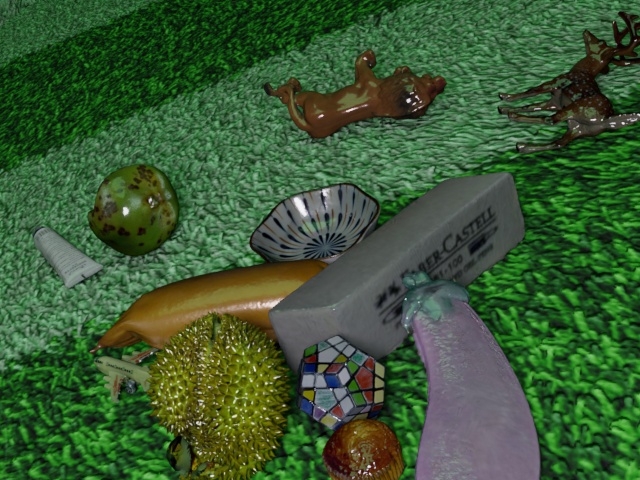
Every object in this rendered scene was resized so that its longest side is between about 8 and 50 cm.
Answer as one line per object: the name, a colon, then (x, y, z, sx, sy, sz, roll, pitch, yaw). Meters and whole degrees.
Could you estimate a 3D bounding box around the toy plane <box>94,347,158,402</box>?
toy plane: (-0.251, 0.171, 1.238, 0.111, 0.040, 0.102, 2, 35, 34)

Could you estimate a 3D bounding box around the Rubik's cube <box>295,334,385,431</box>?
Rubik's cube: (0.021, 0.160, 1.053, 0.111, 0.093, 0.111, -14, 35, 10)

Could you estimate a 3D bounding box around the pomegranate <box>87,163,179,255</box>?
pomegranate: (-0.298, -0.032, 1.501, 0.169, 0.122, 0.143, -41, -15, 36)

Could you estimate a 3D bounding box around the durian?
durian: (-0.104, 0.176, 1.060, 0.159, 0.146, 0.198, -31, 51, -2)

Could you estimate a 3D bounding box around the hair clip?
hair clip: (0.150, 0.171, 0.992, 0.096, 0.110, 0.359, -53, 25, 28)

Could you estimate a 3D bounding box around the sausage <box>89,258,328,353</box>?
sausage: (-0.138, 0.093, 1.215, 0.328, 0.112, 0.112, -10, 34, 6)

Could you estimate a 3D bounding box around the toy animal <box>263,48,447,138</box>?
toy animal: (0.060, -0.240, 1.624, 0.312, 0.097, 0.158, -16, 39, 11)

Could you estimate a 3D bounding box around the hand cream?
hand cream: (-0.422, 0.025, 1.557, 0.067, 0.042, 0.194, -28, 37, -25)

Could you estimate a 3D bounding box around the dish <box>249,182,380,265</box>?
dish: (0.000, 0.000, 1.327, 0.190, 0.066, 0.191, -15, 35, 11)

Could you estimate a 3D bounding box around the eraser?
eraser: (0.104, 0.041, 1.166, 0.352, 0.111, 0.077, -36, 38, -23)

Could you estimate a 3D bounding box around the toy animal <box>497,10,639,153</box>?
toy animal: (0.401, -0.227, 1.443, 0.260, 0.087, 0.243, -15, 46, 6)

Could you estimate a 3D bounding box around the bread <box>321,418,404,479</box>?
bread: (0.043, 0.222, 0.987, 0.085, 0.053, 0.085, -15, 33, 10)
